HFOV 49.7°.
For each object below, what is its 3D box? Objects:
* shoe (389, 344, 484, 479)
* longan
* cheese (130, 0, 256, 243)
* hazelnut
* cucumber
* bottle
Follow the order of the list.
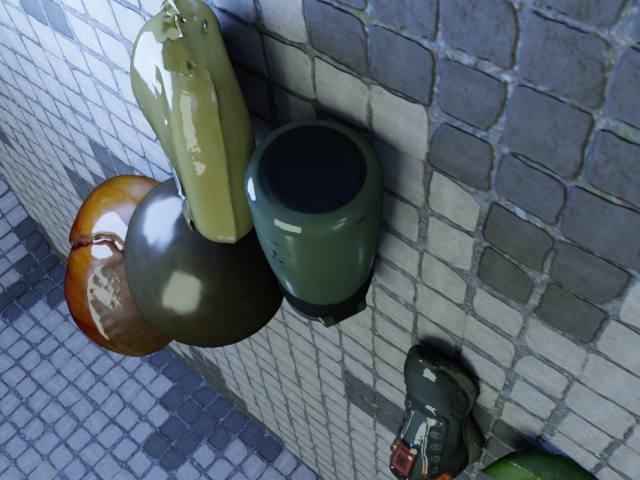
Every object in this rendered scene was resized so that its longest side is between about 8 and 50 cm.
[{"bbox_3d":[0.171,0.317,1.151,0.132,0.171,0.337,25,150,37],"label":"shoe"},{"bbox_3d":[-0.182,0.029,1.125,0.297,0.297,0.297,35,154,20],"label":"longan"},{"bbox_3d":[-0.159,-0.169,0.897,0.260,0.128,0.316,54,161,35],"label":"cheese"},{"bbox_3d":[-0.368,0.049,1.399,0.372,0.373,0.315,21,-175,42],"label":"hazelnut"},{"bbox_3d":[0.340,0.430,1.068,0.191,0.191,0.130,36,155,17],"label":"cucumber"},{"bbox_3d":[-0.001,-0.001,0.939,0.168,0.168,0.347,35,159,20],"label":"bottle"}]
